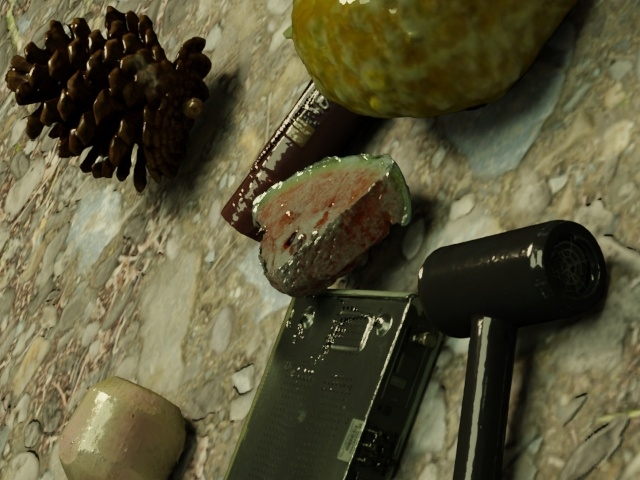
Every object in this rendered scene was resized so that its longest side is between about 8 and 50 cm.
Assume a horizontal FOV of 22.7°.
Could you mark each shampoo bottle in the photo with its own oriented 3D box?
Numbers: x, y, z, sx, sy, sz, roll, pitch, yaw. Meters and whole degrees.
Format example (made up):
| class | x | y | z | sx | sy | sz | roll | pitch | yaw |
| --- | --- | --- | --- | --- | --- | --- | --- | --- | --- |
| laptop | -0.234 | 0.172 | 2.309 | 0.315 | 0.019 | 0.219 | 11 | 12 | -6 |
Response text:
| class | x | y | z | sx | sy | sz | roll | pitch | yaw |
| --- | --- | --- | --- | --- | --- | --- | --- | --- | --- |
| shampoo bottle | 0.002 | -0.101 | 1.435 | 0.236 | 0.068 | 0.067 | -54 | 4 | 14 |

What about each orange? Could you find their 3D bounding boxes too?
| class | x | y | z | sx | sy | sz | roll | pitch | yaw |
| --- | --- | --- | --- | --- | --- | --- | --- | --- | --- |
| orange | 0.080 | -0.279 | 1.295 | 0.271 | 0.210 | 0.368 | -4 | 62 | 48 |

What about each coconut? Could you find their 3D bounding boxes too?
| class | x | y | z | sx | sy | sz | roll | pitch | yaw |
| --- | --- | --- | --- | --- | --- | --- | --- | --- | --- |
| coconut | -0.183 | 0.193 | 1.458 | 0.110 | 0.110 | 0.124 | 10 | 72 | 60 |

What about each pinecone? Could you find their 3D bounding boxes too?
| class | x | y | z | sx | sy | sz | roll | pitch | yaw |
| --- | --- | --- | --- | --- | --- | --- | --- | --- | --- |
| pinecone | -0.227 | -0.158 | 1.690 | 0.168 | 0.212 | 0.185 | -64 | -3 | 38 |

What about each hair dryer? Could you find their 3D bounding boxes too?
| class | x | y | z | sx | sy | sz | roll | pitch | yaw |
| --- | --- | --- | --- | --- | --- | --- | --- | --- | --- |
| hair dryer | 0.124 | 0.112 | 1.079 | 0.128 | 0.070 | 0.255 | -19 | 58 | 50 |

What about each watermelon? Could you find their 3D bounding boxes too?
| class | x | y | z | sx | sy | sz | roll | pitch | yaw |
| --- | --- | --- | --- | --- | --- | --- | --- | --- | --- |
| watermelon | 0.000 | 0.000 | 1.325 | 0.187 | 0.071 | 0.139 | -11 | 36 | 49 |

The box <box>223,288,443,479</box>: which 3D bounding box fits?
| class | x | y | z | sx | sy | sz | roll | pitch | yaw |
| --- | --- | --- | --- | --- | --- | --- | --- | --- | --- |
| box | -0.007 | 0.165 | 1.246 | 0.211 | 0.045 | 0.270 | 3 | 68 | 60 |
